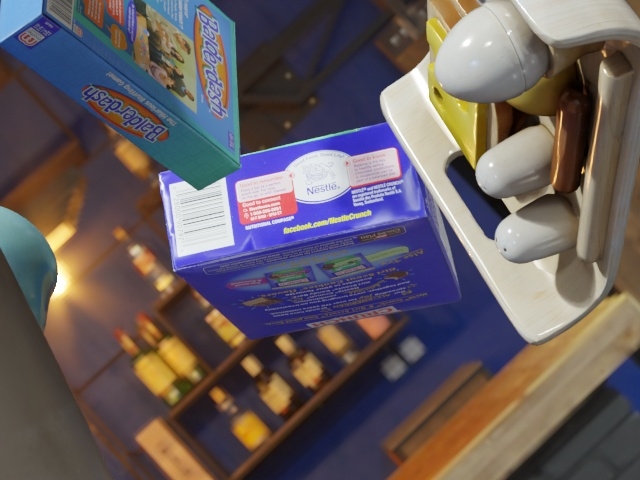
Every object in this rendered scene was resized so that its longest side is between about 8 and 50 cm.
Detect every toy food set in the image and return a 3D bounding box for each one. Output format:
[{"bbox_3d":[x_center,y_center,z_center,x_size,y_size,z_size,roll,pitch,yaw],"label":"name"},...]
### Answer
[{"bbox_3d":[0.082,-0.097,0.802,0.092,0.219,0.306,-24,-30,-9],"label":"toy food set"}]

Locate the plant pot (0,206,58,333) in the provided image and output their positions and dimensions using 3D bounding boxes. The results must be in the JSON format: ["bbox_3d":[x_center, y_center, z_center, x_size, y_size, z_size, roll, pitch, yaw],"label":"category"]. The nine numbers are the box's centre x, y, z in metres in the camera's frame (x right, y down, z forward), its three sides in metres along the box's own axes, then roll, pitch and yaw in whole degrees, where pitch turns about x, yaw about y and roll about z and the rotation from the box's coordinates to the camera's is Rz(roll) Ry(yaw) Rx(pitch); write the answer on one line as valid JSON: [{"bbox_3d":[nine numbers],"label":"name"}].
[{"bbox_3d":[-0.477,0.089,1.863,0.271,0.272,0.255,-46,10,37],"label":"plant pot"}]

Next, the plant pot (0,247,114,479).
[{"bbox_3d":[-0.268,0.101,0.767,0.323,0.280,0.323,-40,4,3],"label":"plant pot"}]

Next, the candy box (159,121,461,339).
[{"bbox_3d":[0.000,0.000,1.556,0.268,0.122,0.317,-12,-20,8],"label":"candy box"}]

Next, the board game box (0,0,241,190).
[{"bbox_3d":[-0.143,-0.155,1.050,0.047,0.210,0.160,-27,47,26],"label":"board game box"}]
